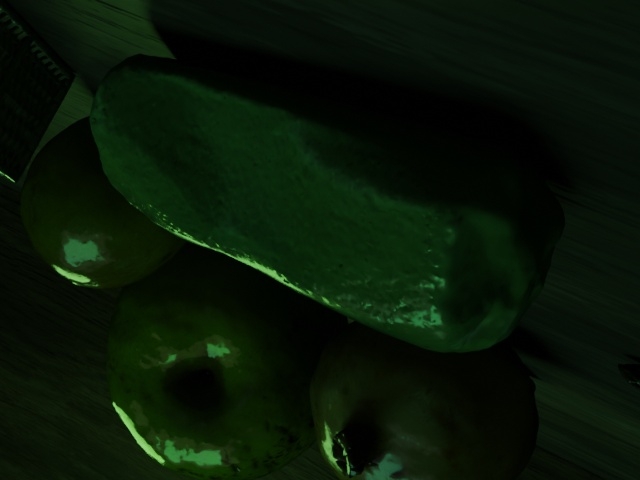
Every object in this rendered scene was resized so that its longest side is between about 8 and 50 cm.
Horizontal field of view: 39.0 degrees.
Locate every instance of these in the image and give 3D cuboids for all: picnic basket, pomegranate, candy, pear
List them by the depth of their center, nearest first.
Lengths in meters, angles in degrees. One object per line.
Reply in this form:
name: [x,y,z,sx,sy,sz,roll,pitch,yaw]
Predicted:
candy: [-0.007,-0.039,0.609,0.343,0.132,0.142,23,-147,35]
picnic basket: [-0.355,-0.165,0.837,0.154,0.134,0.196,22,170,12]
pear: [-0.232,-0.043,1.005,0.200,0.200,0.200,26,171,5]
pomegranate: [0.135,0.214,1.149,0.307,0.307,0.307,26,171,5]
pear: [-0.130,0.161,1.352,0.391,0.391,0.391,26,171,5]

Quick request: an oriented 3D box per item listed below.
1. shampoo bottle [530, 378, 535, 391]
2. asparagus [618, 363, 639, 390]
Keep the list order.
shampoo bottle: [0.264,0.192,1.341,0.080,0.040,0.165,23,171,35]
asparagus: [0.364,0.152,0.870,0.165,0.030,0.036,20,178,35]
